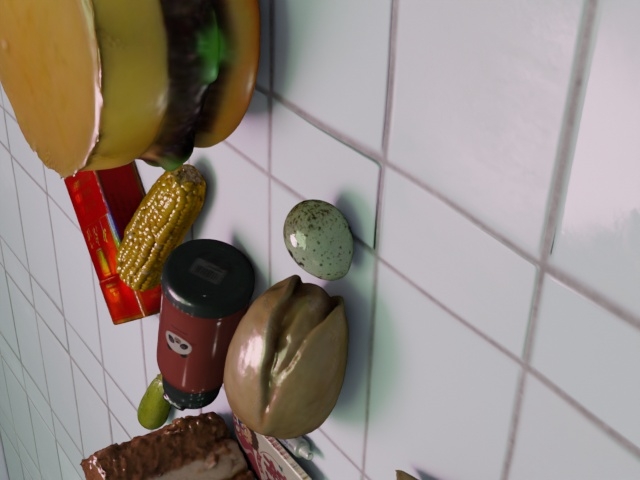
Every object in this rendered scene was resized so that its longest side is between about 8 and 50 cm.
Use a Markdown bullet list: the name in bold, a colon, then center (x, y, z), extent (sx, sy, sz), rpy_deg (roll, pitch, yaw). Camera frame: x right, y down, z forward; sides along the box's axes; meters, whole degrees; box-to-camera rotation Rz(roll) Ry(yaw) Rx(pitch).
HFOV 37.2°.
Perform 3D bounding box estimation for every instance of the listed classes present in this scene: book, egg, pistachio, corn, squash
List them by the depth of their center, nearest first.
- **egg**: center (0.000, 0.000, 1.204), extent (0.110, 0.085, 0.085), rpy_deg (54, 151, -8)
- **pistachio**: center (-0.045, 0.170, 1.305), extent (0.162, 0.181, 0.293), rpy_deg (18, 135, 9)
- **book**: center (-0.078, 0.381, 1.589), extent (0.232, 0.022, 0.162), rpy_deg (40, 147, 42)
- **corn**: center (-0.269, -0.025, 1.603), extent (0.102, 0.102, 0.313), rpy_deg (57, 137, 22)
- **squash**: center (-0.336, 0.328, 1.954), extent (0.066, 0.066, 0.201), rpy_deg (56, 146, 24)

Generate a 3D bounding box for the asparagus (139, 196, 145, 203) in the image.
- **asparagus**: center (-0.293, -0.002, 1.733), extent (0.036, 0.030, 0.165), rpy_deg (-16, 92, 38)

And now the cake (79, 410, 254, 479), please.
- **cake**: center (-0.263, 0.474, 1.710), extent (0.290, 0.255, 0.282), rpy_deg (70, 157, 6)

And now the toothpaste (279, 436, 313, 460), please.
- **toothpaste**: center (-0.067, 0.303, 1.539), extent (0.197, 0.029, 0.048), rpy_deg (30, 138, 52)

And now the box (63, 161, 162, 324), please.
- **box**: center (-0.384, -0.002, 1.826), extent (0.197, 0.089, 0.313), rpy_deg (-18, 91, 59)

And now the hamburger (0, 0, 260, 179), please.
- **hamburger**: center (-0.252, -0.279, 1.263), extent (0.395, 0.277, 0.396), rpy_deg (30, 128, 46)

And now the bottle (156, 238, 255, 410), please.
- **bottle**: center (-0.202, 0.155, 1.561), extent (0.144, 0.144, 0.336), rpy_deg (52, 146, 29)

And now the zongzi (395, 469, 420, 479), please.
- **zongzi**: center (0.181, 0.444, 1.144), extent (0.300, 0.145, 0.274), rpy_deg (-146, 37, -72)
